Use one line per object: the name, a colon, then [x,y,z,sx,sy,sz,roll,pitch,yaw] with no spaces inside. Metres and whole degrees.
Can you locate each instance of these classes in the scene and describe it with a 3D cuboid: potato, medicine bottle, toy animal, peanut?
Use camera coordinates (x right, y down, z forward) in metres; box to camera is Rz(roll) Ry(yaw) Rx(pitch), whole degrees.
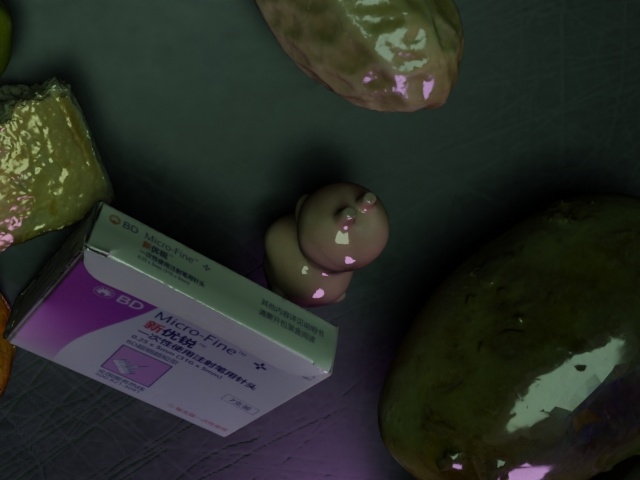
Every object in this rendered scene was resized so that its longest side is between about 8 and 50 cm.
potato: [0.187,0.090,0.738,0.307,0.173,0.210,-33,113,-1]
medicine bottle: [-0.111,0.064,0.695,0.201,0.052,0.171,30,140,-21]
toy animal: [0.001,0.006,0.704,0.083,0.089,0.150,11,146,-15]
peanut: [-0.008,-0.201,0.607,0.120,0.136,0.298,-42,113,-3]

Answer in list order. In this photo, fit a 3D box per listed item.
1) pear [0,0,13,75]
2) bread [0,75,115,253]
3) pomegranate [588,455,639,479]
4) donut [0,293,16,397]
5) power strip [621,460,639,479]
pear: [-0.252,-0.130,0.617,0.092,0.092,0.097,38,101,-21]
bread: [-0.219,-0.052,0.659,0.125,0.082,0.106,-25,124,-11]
pomegranate: [0.220,0.293,0.823,0.285,0.231,0.231,-25,117,-31]
donut: [-0.259,0.071,0.710,0.037,0.067,0.083,3,145,7]
power strip: [0.342,0.170,0.764,0.338,0.058,0.098,-32,87,-34]
